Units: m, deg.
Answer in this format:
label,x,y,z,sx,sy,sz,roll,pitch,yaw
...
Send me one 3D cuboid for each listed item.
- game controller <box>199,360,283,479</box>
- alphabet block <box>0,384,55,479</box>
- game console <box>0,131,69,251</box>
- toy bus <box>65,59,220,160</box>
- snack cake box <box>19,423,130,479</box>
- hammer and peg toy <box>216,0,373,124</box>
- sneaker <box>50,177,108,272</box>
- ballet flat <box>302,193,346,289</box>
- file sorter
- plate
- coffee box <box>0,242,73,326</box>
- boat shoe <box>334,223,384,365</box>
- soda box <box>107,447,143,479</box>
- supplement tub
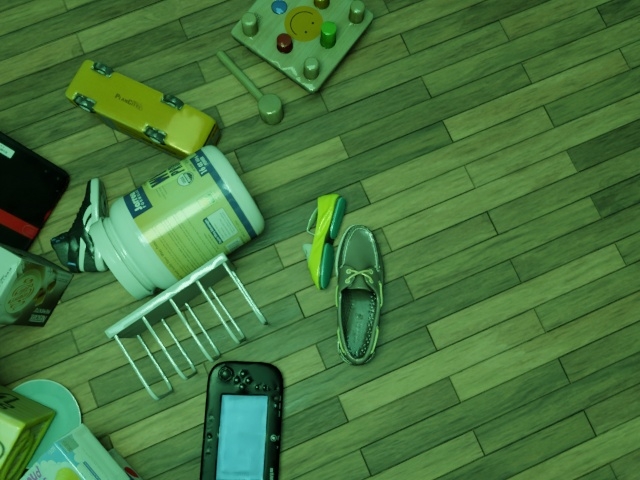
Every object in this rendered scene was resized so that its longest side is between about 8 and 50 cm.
label,x,y,z,sx,sy,sz,roll,pitch,yaw
game controller,-0.169,0.423,1.282,0.166,0.067,0.319,3,80,-1
alphabet block,-0.688,0.394,1.177,0.197,0.193,0.192,27,82,-2
game console,-0.777,-0.092,1.243,0.060,0.386,0.342,12,71,44
toy bus,-0.407,-0.291,1.374,0.332,0.130,0.108,25,81,3
snack cake box,-0.527,0.514,1.191,0.152,0.089,0.264,46,109,5
hammer and peg toy,-0.079,-0.478,1.418,0.266,0.127,0.361,37,81,5
sneaker,-0.553,-0.033,1.348,0.121,0.079,0.217,-5,81,-4
ballet flat,0.000,0.000,1.368,0.077,0.077,0.231,7,76,21
file sorter,-0.266,0.183,1.262,0.277,0.193,0.173,-35,85,-7
plate,-0.615,0.399,1.296,0.188,0.024,0.188,0,79,-1
coffee box,-0.638,0.095,1.237,0.098,0.246,0.141,28,80,5
boat shoe,0.087,0.116,1.329,0.116,0.097,0.324,4,80,-1
soda box,-0.401,0.547,1.252,0.216,0.069,0.074,45,82,7
supplement tub,-0.304,-0.036,1.280,0.316,0.228,0.228,-33,82,-7
